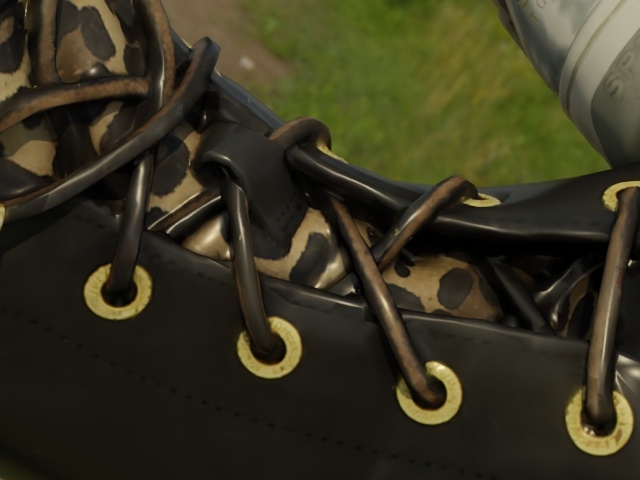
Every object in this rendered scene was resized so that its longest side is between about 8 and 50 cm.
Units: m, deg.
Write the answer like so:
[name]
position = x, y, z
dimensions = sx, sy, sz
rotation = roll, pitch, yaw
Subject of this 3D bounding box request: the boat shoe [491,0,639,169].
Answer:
[boat shoe]
position = 0.138, -0.068, 0.647
dimensions = 0.103, 0.118, 0.320
rotation = 48, 19, 21

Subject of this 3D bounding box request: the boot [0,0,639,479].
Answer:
[boot]
position = 0.000, 0.000, 0.471
dimensions = 0.284, 0.377, 0.138
rotation = 36, 59, -28
